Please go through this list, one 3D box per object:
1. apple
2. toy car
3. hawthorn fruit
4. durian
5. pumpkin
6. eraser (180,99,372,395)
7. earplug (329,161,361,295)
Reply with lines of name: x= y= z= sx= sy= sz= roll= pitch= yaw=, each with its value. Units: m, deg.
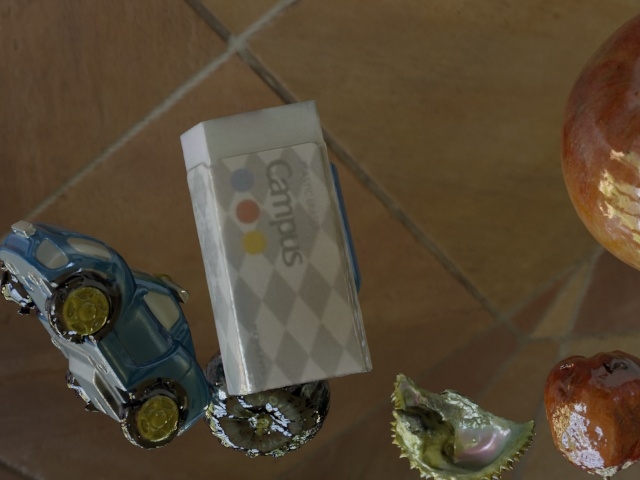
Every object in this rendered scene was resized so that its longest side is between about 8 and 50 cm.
apple: x=0.324 y=-0.081 z=0.900 sx=0.254 sy=0.253 sz=0.253 roll=-11 pitch=131 yaw=-13
toy car: x=-0.239 y=0.091 z=1.285 sx=0.166 sy=0.198 sz=0.314 roll=-41 pitch=118 yaw=-24
hawthorn fruit: x=0.407 y=0.244 z=1.595 sx=0.174 sy=0.179 sz=0.173 roll=13 pitch=151 yaw=8
durian: x=0.246 y=0.367 z=2.112 sx=0.172 sy=0.306 sz=0.166 roll=-27 pitch=134 yaw=-43
pumpkin: x=-0.097 y=0.273 z=1.939 sx=0.233 sy=0.163 sz=0.233 roll=1 pitch=126 yaw=1
eraser: x=-0.068 y=0.013 z=1.601 sx=0.213 sy=0.396 sz=0.082 roll=-11 pitch=176 yaw=-2
earplug: x=0.000 y=0.000 z=2.035 sx=0.133 sy=0.272 sz=0.132 roll=-13 pitch=157 yaw=-6
